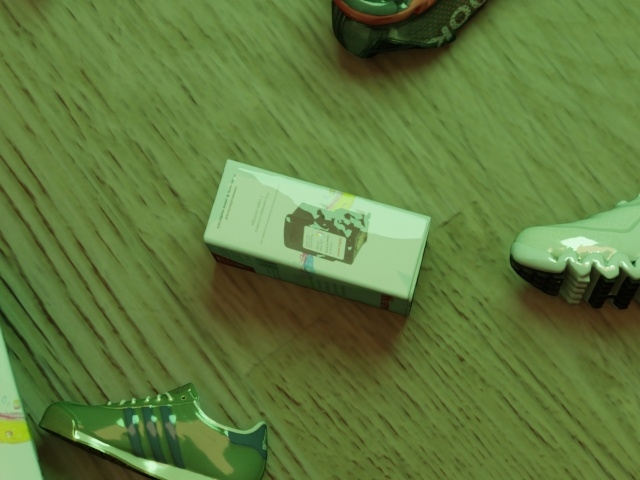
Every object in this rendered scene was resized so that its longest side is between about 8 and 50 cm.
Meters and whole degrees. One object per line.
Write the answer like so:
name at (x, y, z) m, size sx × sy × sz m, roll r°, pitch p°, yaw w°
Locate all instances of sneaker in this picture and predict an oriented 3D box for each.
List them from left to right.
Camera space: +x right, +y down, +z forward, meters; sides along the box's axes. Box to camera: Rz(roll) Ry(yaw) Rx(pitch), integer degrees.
sneaker at (-0.133, 0.157, 1.539) m, size 0.192 × 0.064 × 0.086 m, roll 22°, pitch 77°, yaw 5°
sneaker at (0.113, -0.239, 1.556) m, size 0.276 × 0.135 × 0.097 m, roll -32°, pitch 69°, yaw -24°
sneaker at (0.299, -0.008, 1.521) m, size 0.292 × 0.110 × 0.118 m, roll -2°, pitch 75°, yaw -6°

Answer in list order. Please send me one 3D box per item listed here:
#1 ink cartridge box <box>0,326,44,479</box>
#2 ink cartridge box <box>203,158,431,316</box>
ink cartridge box at (-0.333, 0.164, 1.461) m, size 0.197 × 0.198 × 0.270 m, roll -16°, pitch 83°, yaw -12°
ink cartridge box at (0.000, 0.000, 1.515) m, size 0.175 × 0.127 × 0.072 m, roll 16°, pitch 82°, yaw 4°
